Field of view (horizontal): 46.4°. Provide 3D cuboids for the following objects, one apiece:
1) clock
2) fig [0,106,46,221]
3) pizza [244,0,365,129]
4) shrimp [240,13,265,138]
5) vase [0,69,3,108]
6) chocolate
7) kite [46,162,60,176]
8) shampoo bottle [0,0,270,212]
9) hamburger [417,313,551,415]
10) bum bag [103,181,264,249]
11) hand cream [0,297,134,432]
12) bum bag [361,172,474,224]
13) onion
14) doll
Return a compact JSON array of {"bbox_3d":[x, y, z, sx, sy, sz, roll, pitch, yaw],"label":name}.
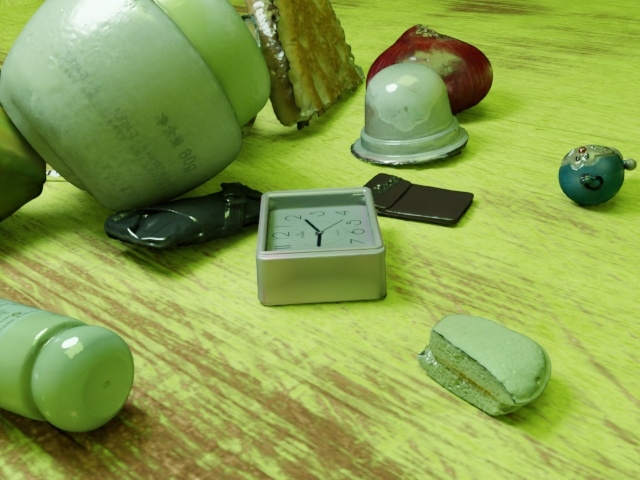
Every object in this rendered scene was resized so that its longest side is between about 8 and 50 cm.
[{"bbox_3d":[0.000,0.000,0.911,0.150,0.063,0.197,-3,27,0],"label":"clock"},{"bbox_3d":[-0.497,-0.096,0.970,0.271,0.239,0.239,10,24,-14],"label":"fig"},{"bbox_3d":[-0.057,-0.440,1.458,0.080,0.391,0.435,-18,16,23],"label":"pizza"},{"bbox_3d":[-0.156,-0.301,1.346,0.071,0.233,0.365,10,22,-21],"label":"shrimp"},{"bbox_3d":[-0.677,-0.207,1.277,0.174,0.173,0.321,0,34,3],"label":"vase"},{"bbox_3d":[0.150,-0.223,1.252,0.222,0.147,0.221,-2,22,1],"label":"chocolate"},{"bbox_3d":[-0.344,-0.132,1.197,0.245,0.015,0.141,-2,54,11],"label":"kite"},{"bbox_3d":[-0.254,-0.209,1.035,0.317,0.322,0.322,-44,40,-12],"label":"shampoo bottle"},{"bbox_3d":[0.161,0.112,0.695,0.084,0.054,0.121,-16,32,-34],"label":"hamburger"},{"bbox_3d":[-0.157,-0.036,0.995,0.123,0.059,0.248,16,30,38],"label":"bum bag"},{"bbox_3d":[-0.313,0.099,0.708,0.306,0.093,0.147,12,28,29],"label":"hand cream"},{"bbox_3d":[0.131,-0.061,1.063,0.160,0.026,0.109,10,29,23],"label":"bum bag"},{"bbox_3d":[0.206,-0.318,1.442,0.248,0.161,0.248,-13,41,11],"label":"onion"},{"bbox_3d":[0.387,-0.097,1.058,0.114,0.085,0.152,-13,8,33],"label":"doll"}]
